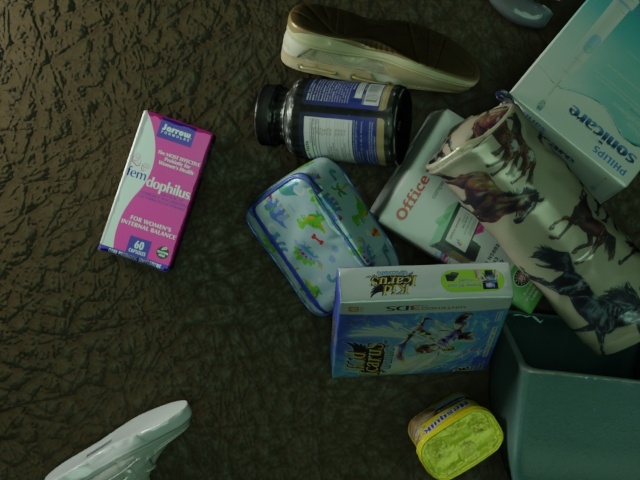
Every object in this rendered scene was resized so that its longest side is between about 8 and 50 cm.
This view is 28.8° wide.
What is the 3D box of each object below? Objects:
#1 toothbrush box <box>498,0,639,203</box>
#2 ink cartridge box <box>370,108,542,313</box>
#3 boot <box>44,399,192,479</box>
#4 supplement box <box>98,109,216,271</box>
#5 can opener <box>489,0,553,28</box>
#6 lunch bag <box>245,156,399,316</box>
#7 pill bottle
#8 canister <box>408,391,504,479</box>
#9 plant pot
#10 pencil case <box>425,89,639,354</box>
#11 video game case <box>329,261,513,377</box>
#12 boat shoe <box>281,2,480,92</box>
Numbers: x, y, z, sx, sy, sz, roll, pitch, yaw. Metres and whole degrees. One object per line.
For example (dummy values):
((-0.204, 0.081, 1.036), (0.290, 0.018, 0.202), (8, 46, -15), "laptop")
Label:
((0.431, -0.237, 1.832), (0.216, 0.126, 0.295), (39, 78, 3), "toothbrush box")
((0.244, -0.046, 1.904), (0.278, 0.117, 0.201), (31, 91, -5), "ink cartridge box")
((-0.287, 0.354, 1.919), (0.258, 0.095, 0.123), (-30, 102, 6), "boot")
((-0.243, -0.074, 1.877), (0.111, 0.114, 0.220), (18, 90, -3), "supplement box")
((0.240, -0.424, 1.904), (0.283, 0.076, 0.095), (30, 90, -4), "can opener")
((0.000, 0.000, 1.872), (0.090, 0.176, 0.219), (-39, 98, -44), "lunch bag")
((0.019, -0.179, 1.864), (0.219, 0.123, 0.123), (7, 93, 15), "pill bottle")
((0.200, 0.292, 1.895), (0.126, 0.170, 0.073), (-32, 95, -1), "canister")
((0.378, 0.272, 1.878), (0.247, 0.248, 0.252), (7, 107, -4), "plant pot")
((0.334, -0.015, 1.765), (0.160, 0.183, 0.410), (-39, 101, 26), "pencil case")
((0.141, 0.122, 1.839), (0.244, 0.269, 0.061), (-1, 61, -3), "video game case")
((0.090, -0.272, 1.900), (0.302, 0.109, 0.098), (13, 132, -5), "boat shoe")
